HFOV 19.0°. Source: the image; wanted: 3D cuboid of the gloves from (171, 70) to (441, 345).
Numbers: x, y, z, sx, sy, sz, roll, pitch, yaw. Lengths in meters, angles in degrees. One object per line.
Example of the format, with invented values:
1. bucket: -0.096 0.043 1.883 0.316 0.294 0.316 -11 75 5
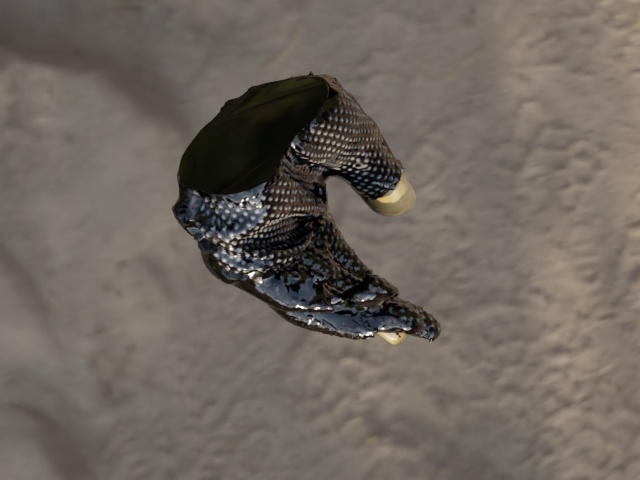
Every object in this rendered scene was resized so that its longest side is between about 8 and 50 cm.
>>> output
1. gloves: -0.003 0.002 1.097 0.106 0.129 0.180 -13 130 16
